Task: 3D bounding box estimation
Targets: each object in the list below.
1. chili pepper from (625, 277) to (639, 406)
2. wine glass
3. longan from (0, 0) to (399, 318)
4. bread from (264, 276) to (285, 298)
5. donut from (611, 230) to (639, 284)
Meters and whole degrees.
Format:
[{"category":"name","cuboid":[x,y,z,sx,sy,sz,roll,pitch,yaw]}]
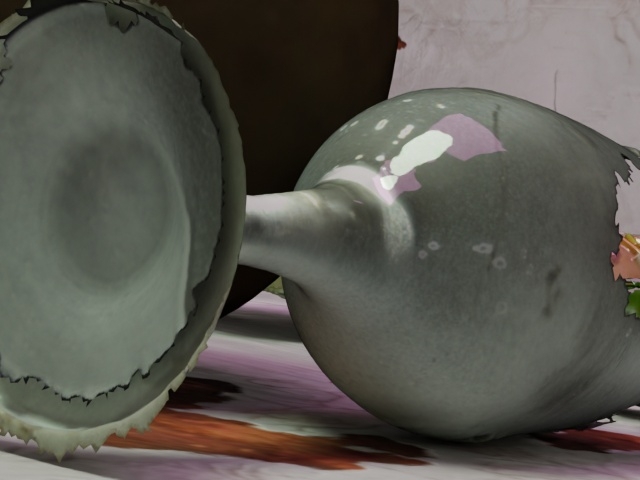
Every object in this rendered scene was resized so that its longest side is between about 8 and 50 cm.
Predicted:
[{"category":"chili pepper","cuboid":[0.302,0.067,0.897,0.359,0.076,0.085,7,-42,13]},{"category":"wine glass","cuboid":[0.016,0.004,0.698,0.143,0.143,0.321,8,2,39]},{"category":"longan","cuboid":[-0.106,-0.090,0.844,0.297,0.297,0.297,7,1,0]},{"category":"bread","cuboid":[0.000,0.000,1.250,0.207,0.056,0.286,32,13,-2]},{"category":"donut","cuboid":[0.162,0.030,1.436,0.233,0.085,0.199,3,5,-43]}]
